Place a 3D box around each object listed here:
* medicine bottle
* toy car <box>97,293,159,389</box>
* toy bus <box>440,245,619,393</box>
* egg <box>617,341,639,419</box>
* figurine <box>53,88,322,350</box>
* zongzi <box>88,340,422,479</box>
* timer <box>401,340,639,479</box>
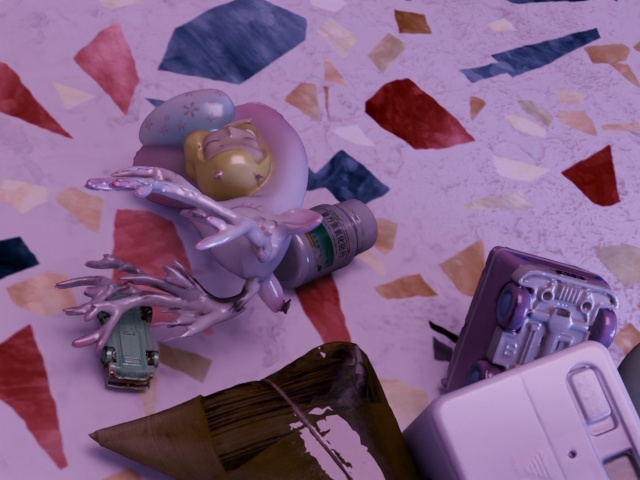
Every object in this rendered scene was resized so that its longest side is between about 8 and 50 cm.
[{"bbox_3d":[0.000,0.000,1.722,0.130,0.080,0.080,-23,62,-39],"label":"medicine bottle"},{"bbox_3d":[-0.205,0.102,1.552,0.059,0.035,0.122,6,38,-20],"label":"toy car"},{"bbox_3d":[0.232,0.119,1.650,0.142,0.202,0.142,15,12,-17],"label":"toy bus"},{"bbox_3d":[0.415,0.212,1.641,0.203,0.203,0.282,25,46,-4],"label":"egg"},{"bbox_3d":[-0.139,-0.022,1.568,0.284,0.206,0.315,4,28,-21],"label":"figurine"},{"bbox_3d":[-0.045,0.263,1.430,0.300,0.145,0.274,-14,60,-16],"label":"zongzi"},{"bbox_3d":[0.207,0.232,1.456,0.194,0.195,0.192,-19,76,-13],"label":"timer"}]
